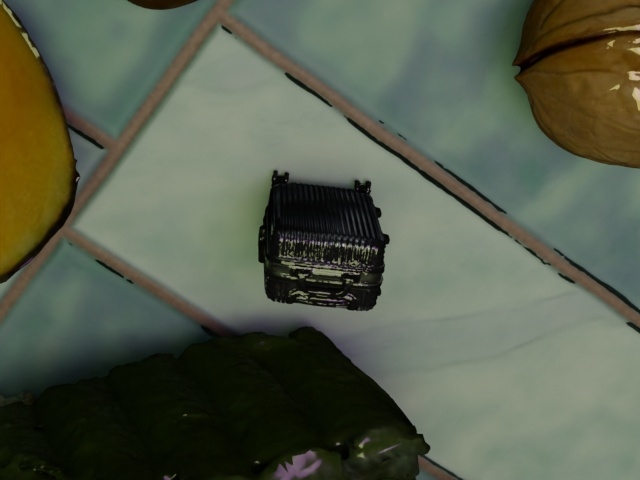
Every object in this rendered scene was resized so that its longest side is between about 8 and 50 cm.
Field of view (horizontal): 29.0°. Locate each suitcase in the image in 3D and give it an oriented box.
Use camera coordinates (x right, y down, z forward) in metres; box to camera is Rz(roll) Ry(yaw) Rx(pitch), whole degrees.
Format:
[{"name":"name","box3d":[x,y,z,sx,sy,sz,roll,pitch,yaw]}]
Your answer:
[{"name":"suitcase","box3d":[0.000,0.000,0.861,0.086,0.126,0.059,5,110,-6]}]

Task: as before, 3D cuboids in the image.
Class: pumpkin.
[{"name":"pumpkin","box3d":[-0.310,-0.106,0.823,0.312,0.148,0.169,40,62,-20]}]

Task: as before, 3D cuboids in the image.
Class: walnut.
[{"name":"walnut","box3d":[0.217,-0.120,0.831,0.180,0.144,0.144,1,110,-1]}]

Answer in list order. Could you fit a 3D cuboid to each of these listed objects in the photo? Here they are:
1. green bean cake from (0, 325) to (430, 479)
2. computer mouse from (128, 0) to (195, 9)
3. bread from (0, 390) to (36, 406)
[{"name":"green bean cake","box3d":[-0.076,0.253,0.871,0.335,0.218,0.319,-14,114,-15]},{"name":"computer mouse","box3d":[-0.049,-0.246,0.809,0.245,0.056,0.126,-26,109,7]},{"name":"bread","box3d":[-0.254,0.155,0.929,0.077,0.070,0.083,18,110,-9]}]
